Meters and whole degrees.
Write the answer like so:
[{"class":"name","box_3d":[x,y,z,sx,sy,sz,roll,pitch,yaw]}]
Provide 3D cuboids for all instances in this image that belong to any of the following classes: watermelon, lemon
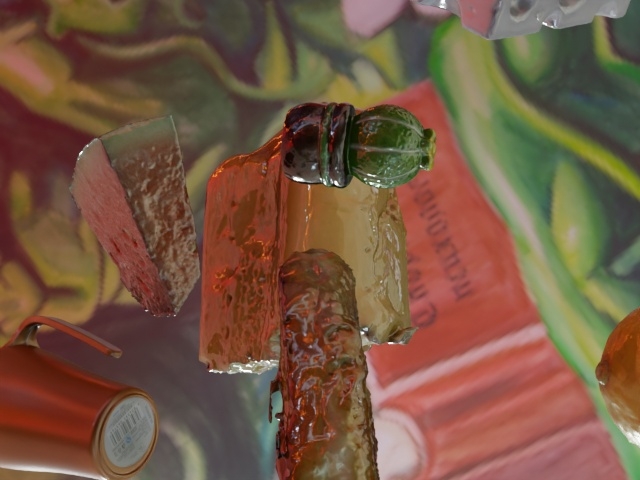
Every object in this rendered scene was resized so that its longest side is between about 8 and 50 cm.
[{"class":"watermelon","box_3d":[-0.230,-0.018,1.725,0.256,0.140,0.193,68,158,6]},{"class":"lemon","box_3d":[0.498,0.181,1.651,0.288,0.233,0.233,11,-166,-5]}]

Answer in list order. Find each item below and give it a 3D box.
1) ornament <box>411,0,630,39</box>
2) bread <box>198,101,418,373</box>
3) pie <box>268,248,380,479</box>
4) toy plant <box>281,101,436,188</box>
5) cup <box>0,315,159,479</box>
[{"class":"ornament","box_3d":[0.172,-0.355,1.210,0.240,0.239,0.240,35,-144,32]},{"class":"bread","box_3d":[0.000,0.000,1.843,0.250,0.361,0.394,11,-108,-33]},{"class":"pie","box_3d":[0.004,0.154,0.996,0.315,0.092,0.315,177,90,-88]},{"class":"toy plant","box_3d":[0.043,-0.101,1.362,0.093,0.162,0.092,2,-90,-82]},{"class":"cup","box_3d":[-0.360,0.227,1.789,0.264,0.226,0.182,7,179,34]}]
